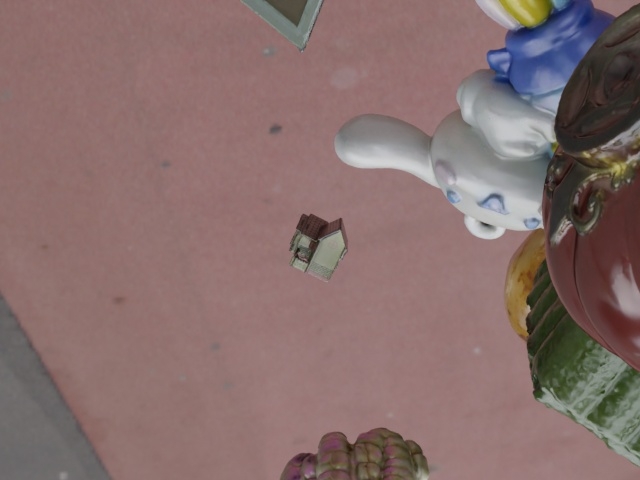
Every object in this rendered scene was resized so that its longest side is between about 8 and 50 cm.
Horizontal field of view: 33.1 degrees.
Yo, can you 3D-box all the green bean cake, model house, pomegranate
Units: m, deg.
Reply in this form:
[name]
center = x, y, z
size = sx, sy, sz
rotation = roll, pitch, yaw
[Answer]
[green bean cake]
center = 0.320, 0.097, 0.990
size = 0.247, 0.250, 0.156
rotation = 30, 112, -4
[model house]
center = 0.000, 0.000, 1.112
size = 0.057, 0.083, 0.058
rotation = 24, 103, -2
[pomegranate]
center = 0.374, 0.070, 1.502
size = 0.248, 0.248, 0.248
rotation = -7, 144, -5

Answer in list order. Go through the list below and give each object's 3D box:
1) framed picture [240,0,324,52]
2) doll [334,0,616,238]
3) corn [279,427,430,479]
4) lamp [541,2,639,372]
[framed picture]
center = -0.035, -0.361, 1.004
size = 0.018, 0.231, 0.293
rotation = -14, 139, -46
[doll]
center = 0.244, -0.118, 1.158
size = 0.376, 0.187, 0.365
rotation = 13, 137, -17
[corn]
center = 0.015, 0.257, 0.690
size = 0.126, 0.335, 0.127
rotation = 3, 121, 4
[lamp]
center = 0.284, -0.043, 0.702
size = 0.257, 0.303, 0.303
rotation = 29, 131, -17
